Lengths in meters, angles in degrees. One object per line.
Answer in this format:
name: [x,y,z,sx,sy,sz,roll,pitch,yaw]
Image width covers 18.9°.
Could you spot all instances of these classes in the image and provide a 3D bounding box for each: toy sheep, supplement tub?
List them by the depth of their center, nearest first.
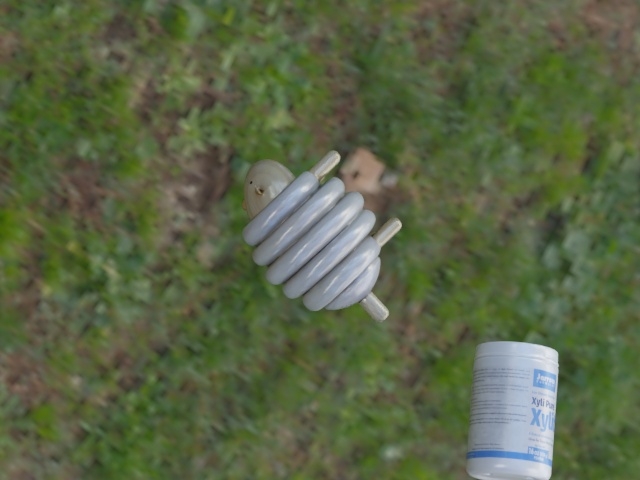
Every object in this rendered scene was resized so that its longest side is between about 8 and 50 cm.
toy sheep: [0.000,0.000,1.248,0.091,0.132,0.091,-44,178,-2]
supplement tub: [0.156,0.140,1.559,0.071,0.071,0.107,19,71,-45]
